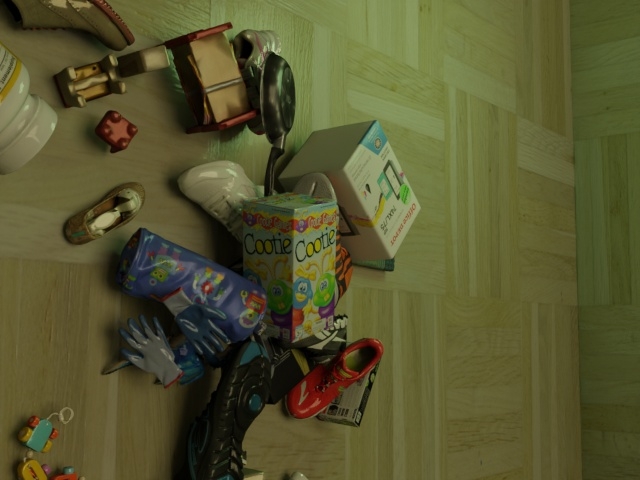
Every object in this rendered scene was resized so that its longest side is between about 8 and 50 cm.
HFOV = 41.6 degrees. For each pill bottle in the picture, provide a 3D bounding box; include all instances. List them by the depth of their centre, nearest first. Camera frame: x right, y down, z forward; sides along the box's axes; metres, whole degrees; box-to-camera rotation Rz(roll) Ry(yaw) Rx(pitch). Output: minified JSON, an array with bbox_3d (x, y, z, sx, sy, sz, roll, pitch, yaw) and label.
[{"bbox_3d":[-0.578,-0.258,1.299,0.334,0.187,0.188,47,52,-38],"label":"pill bottle"}]

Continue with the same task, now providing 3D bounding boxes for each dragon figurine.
[{"bbox_3d":[-0.286,0.243,1.684,0.289,0.085,0.144,-33,111,-49],"label":"dragon figurine"}]

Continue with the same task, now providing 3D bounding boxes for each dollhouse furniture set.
[{"bbox_3d":[-0.326,-0.287,1.675,0.374,0.152,0.201,-26,107,-31],"label":"dollhouse furniture set"}]

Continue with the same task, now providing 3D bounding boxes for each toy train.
[{"bbox_3d":[-0.477,0.377,1.471,0.125,0.046,0.166,-6,94,-52],"label":"toy train"}]

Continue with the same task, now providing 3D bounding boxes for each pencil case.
[{"bbox_3d":[-0.249,0.095,1.638,0.306,0.119,0.133,29,70,-19],"label":"pencil case"}]

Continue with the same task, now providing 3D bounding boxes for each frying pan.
[{"bbox_3d":[-0.097,-0.243,1.771,0.197,0.053,0.326,64,28,-66],"label":"frying pan"}]

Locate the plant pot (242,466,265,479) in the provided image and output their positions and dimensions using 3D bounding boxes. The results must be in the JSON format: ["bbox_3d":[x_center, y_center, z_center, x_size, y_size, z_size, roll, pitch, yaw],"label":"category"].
[{"bbox_3d":[-0.188,0.536,1.766,0.096,0.109,0.109,9,79,-38],"label":"plant pot"}]

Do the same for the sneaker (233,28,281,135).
[{"bbox_3d":[-0.156,-0.363,1.905,0.111,0.103,0.252,7,75,-46],"label":"sneaker"}]

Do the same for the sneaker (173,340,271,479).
[{"bbox_3d":[-0.207,0.362,1.707,0.125,0.139,0.341,34,68,-44],"label":"sneaker"}]

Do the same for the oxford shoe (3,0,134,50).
[{"bbox_3d":[-0.488,-0.424,1.512,0.348,0.123,0.130,32,88,-46],"label":"oxford shoe"}]

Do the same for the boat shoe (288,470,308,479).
[{"bbox_3d":[0.013,0.638,1.998,0.277,0.098,0.096,49,52,-34],"label":"boat shoe"}]

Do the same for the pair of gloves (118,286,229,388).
[{"bbox_3d":[-0.273,0.179,1.588,0.198,0.023,0.159,-36,110,1],"label":"pair of gloves"}]

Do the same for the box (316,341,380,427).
[{"bbox_3d":[0.071,0.351,2.084,0.036,0.114,0.207,56,47,-47],"label":"box"}]

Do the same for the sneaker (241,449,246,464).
[{"bbox_3d":[-0.190,0.461,1.828,0.083,0.031,0.035,46,40,-43],"label":"sneaker"}]

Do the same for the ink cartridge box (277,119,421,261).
[{"bbox_3d":[0.075,-0.111,2.008,0.270,0.197,0.198,59,45,-29],"label":"ink cartridge box"}]

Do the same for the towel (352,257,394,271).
[{"bbox_3d":[0.084,-0.070,2.208,0.370,0.040,0.272,14,75,-50],"label":"towel"}]

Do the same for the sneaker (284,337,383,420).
[{"bbox_3d":[0.032,0.313,1.981,0.279,0.118,0.107,-37,85,-18],"label":"sneaker"}]

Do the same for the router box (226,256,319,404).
[{"bbox_3d":[-0.107,0.177,1.912,0.243,0.081,0.309,-34,112,-47],"label":"router box"}]

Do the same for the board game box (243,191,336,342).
[{"bbox_3d":[-0.064,0.051,1.757,0.144,0.142,0.275,-15,111,-49],"label":"board game box"}]

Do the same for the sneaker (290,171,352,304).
[{"bbox_3d":[0.000,0.000,1.922,0.180,0.124,0.321,-31,122,-73],"label":"sneaker"}]

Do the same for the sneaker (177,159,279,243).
[{"bbox_3d":[-0.172,-0.072,1.800,0.305,0.114,0.152,24,39,-46],"label":"sneaker"}]

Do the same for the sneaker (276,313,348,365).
[{"bbox_3d":[-0.009,0.233,1.899,0.234,0.078,0.106,-7,89,-54],"label":"sneaker"}]

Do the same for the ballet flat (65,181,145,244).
[{"bbox_3d":[-0.390,-0.052,1.601,0.206,0.067,0.073,-45,119,-43],"label":"ballet flat"}]
